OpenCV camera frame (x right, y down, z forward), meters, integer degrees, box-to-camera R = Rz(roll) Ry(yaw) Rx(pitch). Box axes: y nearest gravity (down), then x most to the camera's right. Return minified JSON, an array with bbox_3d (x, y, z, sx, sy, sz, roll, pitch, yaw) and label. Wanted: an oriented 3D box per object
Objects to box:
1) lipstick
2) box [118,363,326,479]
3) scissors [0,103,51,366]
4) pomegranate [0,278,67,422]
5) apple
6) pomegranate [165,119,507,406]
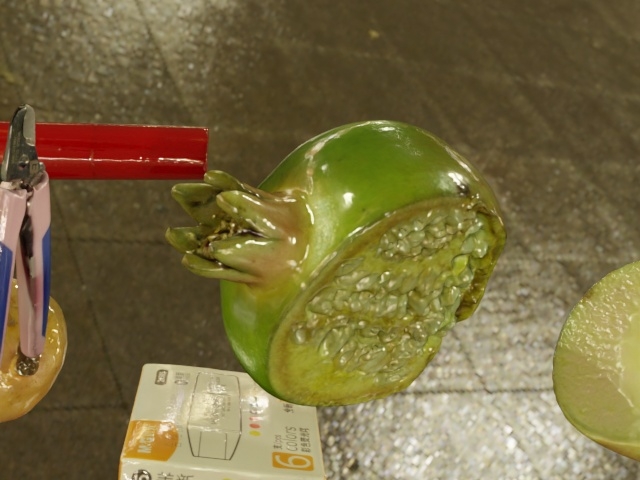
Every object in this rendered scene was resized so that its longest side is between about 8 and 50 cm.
[{"bbox_3d":[-0.273,-0.106,1.393,0.280,0.073,0.073,1,40,-6],"label":"lipstick"},{"bbox_3d":[-0.108,0.235,1.315,0.221,0.091,0.274,6,16,-7],"label":"box"},{"bbox_3d":[-0.116,0.001,0.449,0.012,0.113,0.039,20,26,21],"label":"scissors"},{"bbox_3d":[-0.408,0.130,1.456,0.191,0.191,0.191,18,36,-14],"label":"pomegranate"},{"bbox_3d":[0.370,0.135,1.327,0.193,0.120,0.265,17,60,26],"label":"apple"},{"bbox_3d":[0.000,0.000,1.180,0.359,0.309,0.216,21,29,-36],"label":"pomegranate"}]
